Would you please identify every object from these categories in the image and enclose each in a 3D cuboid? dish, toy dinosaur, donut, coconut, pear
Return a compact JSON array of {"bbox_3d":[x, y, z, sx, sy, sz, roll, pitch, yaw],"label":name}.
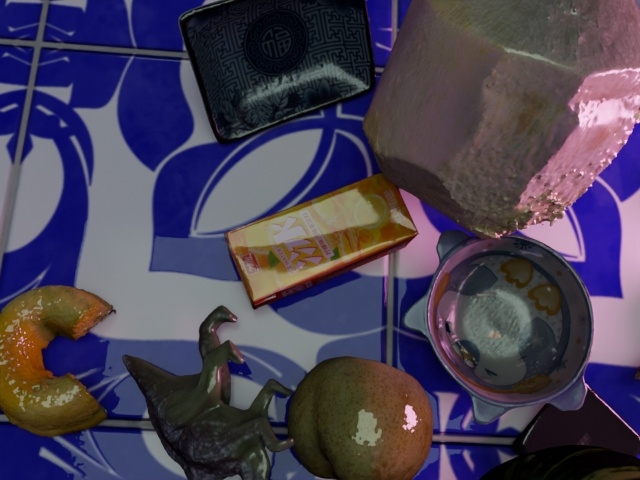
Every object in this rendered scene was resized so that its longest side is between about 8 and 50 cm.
[{"bbox_3d":[0.208,0.103,0.807,0.227,0.086,0.237,-12,76,-6],"label":"dish"},{"bbox_3d":[-0.116,0.195,0.727,0.162,0.077,0.294,-51,48,7],"label":"toy dinosaur"},{"bbox_3d":[-0.322,0.135,0.767,0.145,0.078,0.181,1,73,-7],"label":"donut"},{"bbox_3d":[0.219,-0.182,0.741,0.297,0.310,0.298,12,42,-12],"label":"coconut"},{"bbox_3d":[0.042,0.205,0.728,0.167,0.167,0.137,21,66,2],"label":"pear"},{"bbox_3d":[-0.057,-0.256,0.875,0.243,0.182,0.080,-22,39,-11],"label":"dish"}]

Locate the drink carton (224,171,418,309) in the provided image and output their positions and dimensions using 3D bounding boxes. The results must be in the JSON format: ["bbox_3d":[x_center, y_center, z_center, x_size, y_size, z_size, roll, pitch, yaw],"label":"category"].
[{"bbox_3d":[0.000,0.000,0.829,0.222,0.071,0.096,-21,78,-10],"label":"drink carton"}]

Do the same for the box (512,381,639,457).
[{"bbox_3d":[0.317,0.250,0.807,0.125,0.027,0.126,45,75,6],"label":"box"}]

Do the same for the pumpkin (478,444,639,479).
[{"bbox_3d":[0.241,0.358,0.621,0.241,0.323,0.323,42,75,-14],"label":"pumpkin"}]

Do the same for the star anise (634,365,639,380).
[{"bbox_3d":[0.492,0.152,0.830,0.171,0.063,0.208,35,72,2],"label":"star anise"}]

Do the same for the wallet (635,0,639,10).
[{"bbox_3d":[0.370,-0.331,0.958,0.290,0.054,0.251,42,80,3],"label":"wallet"}]
